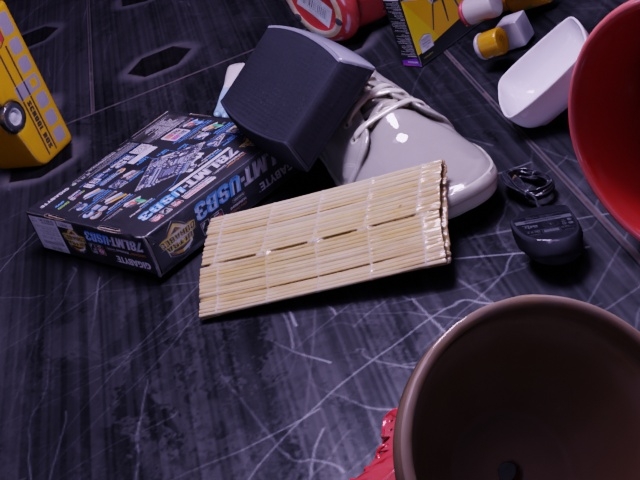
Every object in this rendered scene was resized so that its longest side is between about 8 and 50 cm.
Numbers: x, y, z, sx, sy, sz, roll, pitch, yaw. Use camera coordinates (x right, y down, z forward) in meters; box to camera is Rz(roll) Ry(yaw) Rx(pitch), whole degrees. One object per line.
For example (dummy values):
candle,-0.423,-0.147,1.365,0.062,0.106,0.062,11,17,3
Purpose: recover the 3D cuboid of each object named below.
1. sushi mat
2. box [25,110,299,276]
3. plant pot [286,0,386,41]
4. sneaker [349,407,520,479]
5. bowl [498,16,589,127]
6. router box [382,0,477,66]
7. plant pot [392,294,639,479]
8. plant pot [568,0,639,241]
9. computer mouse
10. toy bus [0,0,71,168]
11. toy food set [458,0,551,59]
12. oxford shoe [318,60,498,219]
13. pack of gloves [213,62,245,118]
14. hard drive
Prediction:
sushi mat,0.000,0.000,1.372,0.316,0.019,0.151,-14,51,23
box,-0.216,-0.075,1.658,0.293,0.073,0.295,12,43,44
plant pot,0.043,-0.447,1.999,0.191,0.191,0.174,15,49,47
sneaker,0.055,0.212,0.995,0.221,0.087,0.128,-18,18,-19
bowl,0.299,-0.209,1.521,0.142,0.053,0.142,-43,19,23
router box,0.180,-0.370,1.831,0.179,0.133,0.046,-39,33,-29
plant pot,0.160,0.169,0.896,0.237,0.237,0.110,-35,-9,-23
plant pot,0.425,-0.143,1.170,0.243,0.275,0.275,-29,28,-35
computer mouse,0.241,-0.027,1.314,0.071,0.041,0.242,-9,23,4
toy bus,-0.542,-0.275,1.944,0.108,0.333,0.130,-1,35,32
toy food set,0.254,-0.346,1.772,0.104,0.111,0.232,-13,28,40
oxford shoe,0.073,-0.140,1.520,0.169,0.130,0.449,-25,30,-11
pack of gloves,-0.082,-0.278,1.943,0.195,0.046,0.232,-16,29,12
hard drive,-0.041,-0.198,1.552,0.172,0.054,0.254,-56,32,3
